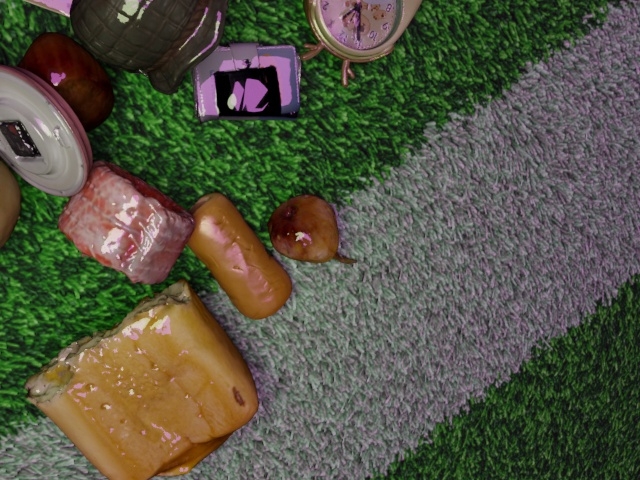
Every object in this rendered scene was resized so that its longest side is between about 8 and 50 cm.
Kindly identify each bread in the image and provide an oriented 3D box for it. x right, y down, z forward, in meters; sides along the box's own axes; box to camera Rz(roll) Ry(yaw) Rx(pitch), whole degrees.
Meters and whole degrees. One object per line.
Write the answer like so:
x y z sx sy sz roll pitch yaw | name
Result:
-0.337 0.305 1.127 0.361 0.250 0.394 -34 112 -5 | bread
-0.187 0.042 1.196 0.142 0.091 0.305 -40 110 -11 | bread

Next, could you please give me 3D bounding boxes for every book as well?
-0.508 -0.479 1.030 0.111 0.014 0.077 16 97 -19 | book

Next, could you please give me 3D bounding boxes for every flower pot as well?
-0.307 -0.435 0.973 0.213 0.302 0.302 28 92 -36 | flower pot

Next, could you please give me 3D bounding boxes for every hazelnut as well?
-0.476 -0.285 0.989 0.178 0.204 0.178 4 70 -11 | hazelnut

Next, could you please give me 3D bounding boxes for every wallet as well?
-0.157 -0.334 1.138 0.231 0.069 0.170 -5 107 -16 | wallet

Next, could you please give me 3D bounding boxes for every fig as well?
0.000 0.000 1.230 0.257 0.159 0.159 33 90 -39 | fig

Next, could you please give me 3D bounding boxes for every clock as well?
-0.496 -0.181 0.918 0.244 0.244 0.056 54 45 -19 | clock
0.071 -0.496 1.155 0.235 0.096 0.308 27 92 -22 | clock

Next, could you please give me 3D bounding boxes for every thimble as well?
-0.375 -0.033 1.049 0.239 0.239 0.162 34 90 -20 | thimble

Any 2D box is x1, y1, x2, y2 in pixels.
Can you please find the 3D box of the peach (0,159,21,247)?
-0.673 -0.084 0.923 0.247 0.292 0.292 -33 110 -33 | peach
